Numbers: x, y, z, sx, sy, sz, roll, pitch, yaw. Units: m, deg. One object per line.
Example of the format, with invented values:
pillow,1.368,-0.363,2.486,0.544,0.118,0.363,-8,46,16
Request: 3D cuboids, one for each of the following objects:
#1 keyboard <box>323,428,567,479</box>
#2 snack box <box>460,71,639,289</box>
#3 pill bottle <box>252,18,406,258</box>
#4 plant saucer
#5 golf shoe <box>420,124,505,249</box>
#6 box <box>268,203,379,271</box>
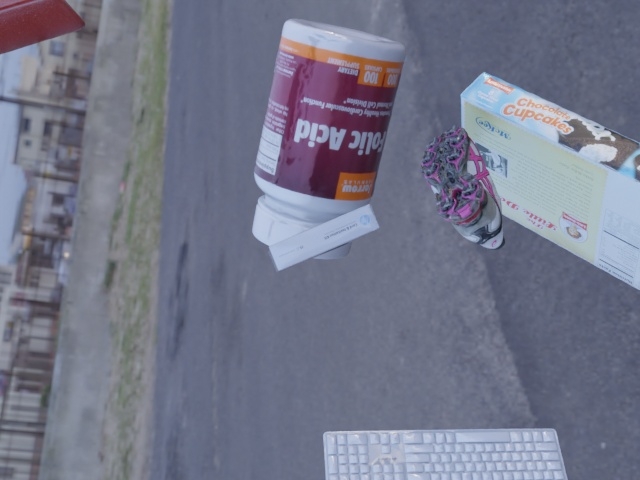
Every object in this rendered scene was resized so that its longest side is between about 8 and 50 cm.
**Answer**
keyboard,0.132,0.234,0.978,0.014,0.255,0.072,97,172,-55
snack box,0.317,-0.066,1.142,0.322,0.060,0.187,33,153,30
pill bottle,0.004,-0.181,1.658,0.224,0.224,0.392,-123,43,-67
plant saucer,-0.478,-0.318,1.202,0.259,0.258,0.048,47,150,37
golf shoe,0.165,-0.059,1.060,0.067,0.086,0.186,-32,33,22
box,0.000,0.000,1.276,0.186,0.145,0.038,131,116,-85
